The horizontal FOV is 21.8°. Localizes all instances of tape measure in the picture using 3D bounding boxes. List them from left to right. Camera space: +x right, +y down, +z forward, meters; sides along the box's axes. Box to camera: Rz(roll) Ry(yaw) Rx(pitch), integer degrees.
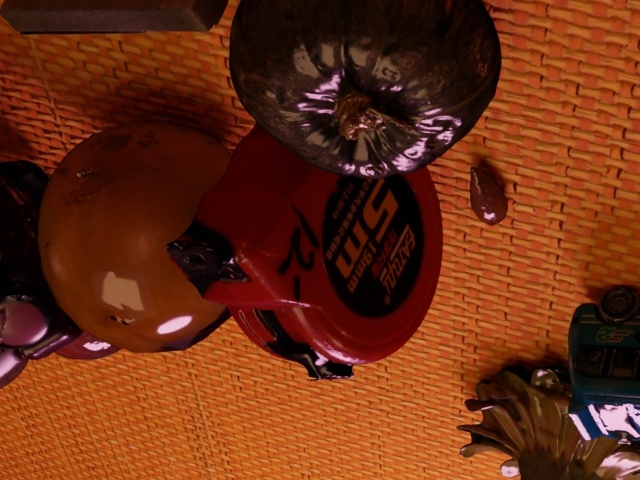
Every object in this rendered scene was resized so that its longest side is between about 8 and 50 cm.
[{"bbox_3d":[0.000,-0.001,1.518,0.114,0.253,0.260,1,140,41],"label":"tape measure"}]

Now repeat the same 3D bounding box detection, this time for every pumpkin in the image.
[{"bbox_3d":[0.034,-0.145,1.351,0.224,0.157,0.223,7,143,5],"label":"pumpkin"}]

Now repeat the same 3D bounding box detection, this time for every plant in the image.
[{"bbox_3d":[0.258,0.262,1.869,0.261,0.297,0.306,50,170,9],"label":"plant"}]

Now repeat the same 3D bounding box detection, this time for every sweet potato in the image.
[{"bbox_3d":[0.158,-0.039,1.573,0.034,0.034,0.095,7,152,24],"label":"sweet potato"}]

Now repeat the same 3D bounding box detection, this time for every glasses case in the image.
[{"bbox_3d":[-0.179,-0.216,1.458,0.205,0.071,0.047,4,150,27],"label":"glasses case"}]

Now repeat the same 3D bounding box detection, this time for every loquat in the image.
[{"bbox_3d":[-0.167,-0.005,1.645,0.235,0.235,0.235,16,151,9],"label":"loquat"}]

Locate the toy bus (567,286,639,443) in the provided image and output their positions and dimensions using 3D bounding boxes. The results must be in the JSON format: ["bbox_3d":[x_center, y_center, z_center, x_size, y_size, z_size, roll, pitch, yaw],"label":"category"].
[{"bbox_3d":[0.364,0.131,1.624,0.246,0.134,0.113,1,145,30],"label":"toy bus"}]

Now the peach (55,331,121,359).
[{"bbox_3d":[-0.268,0.065,1.937,0.152,0.152,0.152,16,151,9],"label":"peach"}]

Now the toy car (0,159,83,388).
[{"bbox_3d":[-0.407,0.013,1.708,0.240,0.271,0.340,-29,123,8],"label":"toy car"}]
